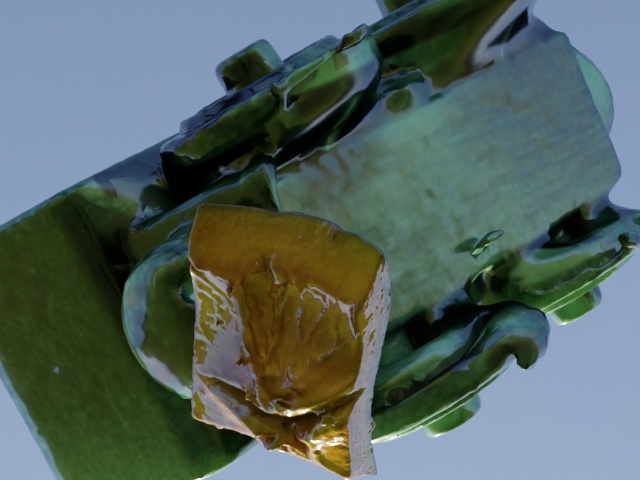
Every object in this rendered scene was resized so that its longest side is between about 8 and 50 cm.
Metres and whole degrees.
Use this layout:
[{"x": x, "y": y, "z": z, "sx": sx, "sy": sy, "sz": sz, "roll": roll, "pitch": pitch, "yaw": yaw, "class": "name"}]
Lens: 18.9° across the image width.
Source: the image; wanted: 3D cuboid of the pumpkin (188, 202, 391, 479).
[{"x": -0.016, "y": 0.037, "z": 0.614, "sx": 0.035, "sy": 0.073, "sz": 0.101, "roll": -35, "pitch": -44, "yaw": -40, "class": "pumpkin"}]

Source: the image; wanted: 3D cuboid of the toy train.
[{"x": 0.000, "y": 0.000, "z": 0.813, "sx": 0.238, "sy": 0.299, "sz": 0.167, "roll": -25, "pitch": -87, "yaw": 40, "class": "toy train"}]
